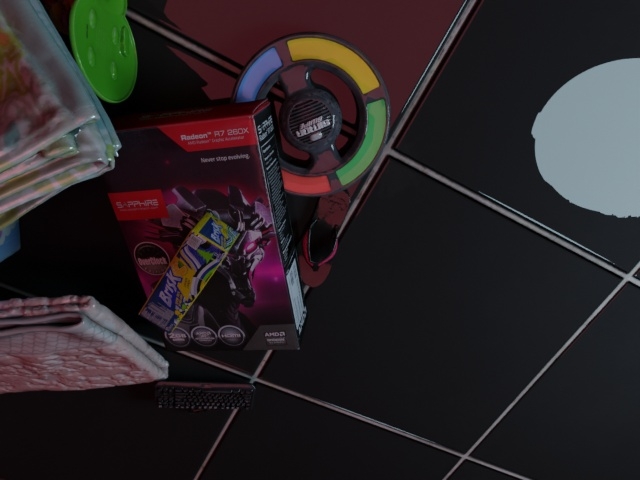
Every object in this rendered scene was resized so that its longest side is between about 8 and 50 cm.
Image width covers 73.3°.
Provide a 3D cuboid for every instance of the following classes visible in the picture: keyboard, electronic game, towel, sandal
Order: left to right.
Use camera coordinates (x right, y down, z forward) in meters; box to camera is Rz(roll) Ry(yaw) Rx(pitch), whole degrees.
[{"bbox_3d":[-0.417,-0.153,0.422,0.321,0.090,0.374,-32,81,-4],"label":"towel"},{"bbox_3d":[-0.451,0.179,0.675,0.332,0.053,0.316,-3,148,-1],"label":"towel"},{"bbox_3d":[-0.219,0.304,0.820,0.180,0.023,0.108,6,132,-10],"label":"keyboard"},{"bbox_3d":[-0.014,-0.172,0.615,0.230,0.048,0.229,-1,114,-2],"label":"electronic game"},{"bbox_3d":[0.000,0.000,0.696,0.067,0.040,0.179,15,113,-8],"label":"sandal"}]

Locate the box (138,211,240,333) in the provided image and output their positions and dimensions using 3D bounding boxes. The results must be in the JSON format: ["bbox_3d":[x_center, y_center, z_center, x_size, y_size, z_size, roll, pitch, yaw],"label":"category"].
[{"bbox_3d":[-0.178,0.046,0.581,0.054,0.059,0.169,35,117,-11],"label":"box"}]

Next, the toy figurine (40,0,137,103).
[{"bbox_3d":[-0.339,-0.263,0.542,0.160,0.130,0.172,3,92,7],"label":"toy figurine"}]

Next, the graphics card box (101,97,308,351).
[{"bbox_3d":[-0.161,-0.003,0.641,0.233,0.094,0.370,-3,118,9],"label":"graphics card box"}]

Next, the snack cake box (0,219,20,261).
[{"bbox_3d":[-0.551,0.011,0.562,0.152,0.264,0.089,11,112,-7],"label":"snack cake box"}]
